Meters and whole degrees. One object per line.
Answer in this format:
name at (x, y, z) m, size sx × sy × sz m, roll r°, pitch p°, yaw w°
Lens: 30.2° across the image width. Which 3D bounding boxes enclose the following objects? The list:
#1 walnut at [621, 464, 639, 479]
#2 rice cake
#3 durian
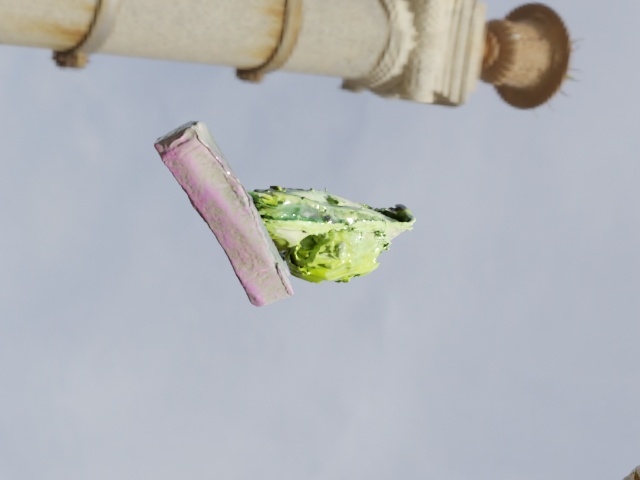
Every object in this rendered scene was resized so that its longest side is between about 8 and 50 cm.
walnut at (0.397, 0.320, 1.396) m, size 0.105 × 0.105 × 0.124 m, roll -19°, pitch -69°, yaw 46°
rice cake at (-0.074, -0.020, 0.953) m, size 0.047 × 0.207 × 0.036 m, roll -24°, pitch -135°, yaw 2°
durian at (-0.001, -0.008, 1.360) m, size 0.132 × 0.375 × 0.107 m, roll 26°, pitch -76°, yaw 31°
